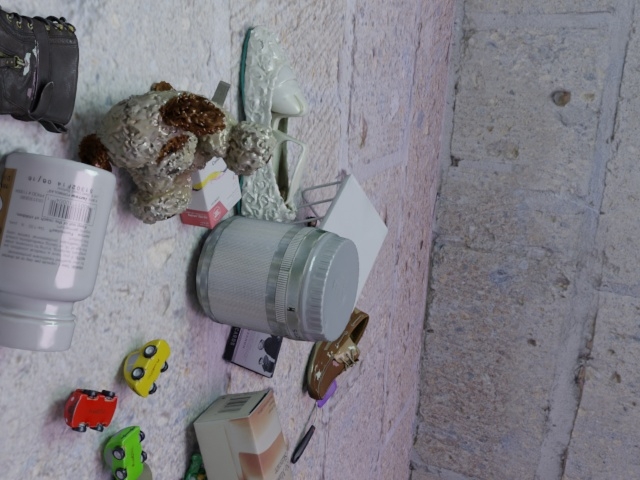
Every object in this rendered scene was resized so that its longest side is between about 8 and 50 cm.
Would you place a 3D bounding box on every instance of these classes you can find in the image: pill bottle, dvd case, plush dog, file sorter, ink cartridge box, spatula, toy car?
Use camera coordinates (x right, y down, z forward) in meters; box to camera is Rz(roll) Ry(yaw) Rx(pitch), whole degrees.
[{"bbox_3d":[-0.341,0.015,0.833,0.131,0.131,0.229,18,82,-69],"label":"pill bottle"},{"bbox_3d":[-0.141,0.215,1.567,0.238,0.030,0.179,48,54,-63],"label":"dvd case"},{"bbox_3d":[-0.227,-0.157,0.986,0.210,0.263,0.225,65,13,2],"label":"plush dog"},{"bbox_3d":[0.009,0.015,1.614,0.192,0.173,0.277,54,45,-30],"label":"file sorter"},{"bbox_3d":[-0.208,-0.135,1.194,0.115,0.067,0.198,-56,148,-46],"label":"ink cartridge box"},{"bbox_3d":[-0.020,0.536,2.010,0.084,0.030,0.296,77,31,-42],"label":"spatula"},{"bbox_3d":[-0.328,0.295,1.093,0.239,0.053,0.224,-37,132,-60],"label":"toy car"}]

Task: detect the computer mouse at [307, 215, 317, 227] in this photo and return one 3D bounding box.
[{"bbox_3d":[0.000,0.000,1.824,0.193,0.042,0.105,21,74,-63],"label":"computer mouse"}]

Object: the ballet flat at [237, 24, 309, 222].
[{"bbox_3d":[-0.086,-0.226,1.383,0.147,0.147,0.408,-24,120,-65],"label":"ballet flat"}]

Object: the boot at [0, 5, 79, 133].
[{"bbox_3d":[-0.362,-0.245,0.760,0.229,0.091,0.262,-38,138,-68],"label":"boot"}]

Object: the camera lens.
[{"bbox_3d":[-0.086,0.073,1.307,0.219,0.275,0.219,9,90,-69],"label":"camera lens"}]

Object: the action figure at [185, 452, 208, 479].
[{"bbox_3d":[-0.239,0.534,1.418,0.137,0.064,0.232,-50,140,-48],"label":"action figure"}]

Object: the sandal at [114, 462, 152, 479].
[{"bbox_3d":[-0.280,0.523,1.130,0.120,0.086,0.302,33,44,-76],"label":"sandal"}]

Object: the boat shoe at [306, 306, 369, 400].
[{"bbox_3d":[0.057,0.323,1.990,0.122,0.120,0.323,74,32,-47],"label":"boat shoe"}]

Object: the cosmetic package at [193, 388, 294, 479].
[{"bbox_3d":[-0.146,0.480,1.398,0.153,0.129,0.296,-39,118,-72],"label":"cosmetic package"}]
